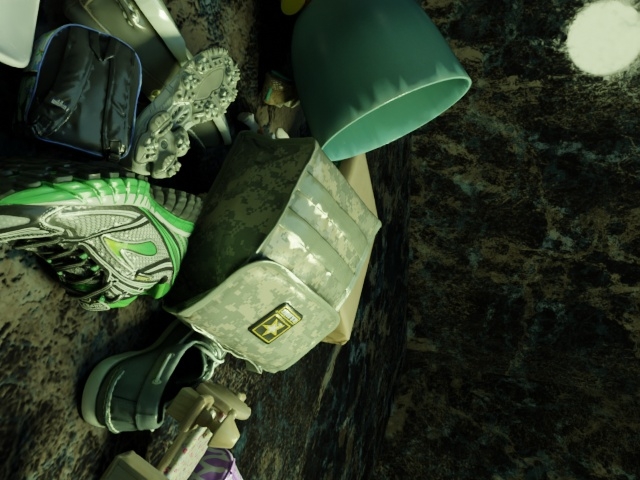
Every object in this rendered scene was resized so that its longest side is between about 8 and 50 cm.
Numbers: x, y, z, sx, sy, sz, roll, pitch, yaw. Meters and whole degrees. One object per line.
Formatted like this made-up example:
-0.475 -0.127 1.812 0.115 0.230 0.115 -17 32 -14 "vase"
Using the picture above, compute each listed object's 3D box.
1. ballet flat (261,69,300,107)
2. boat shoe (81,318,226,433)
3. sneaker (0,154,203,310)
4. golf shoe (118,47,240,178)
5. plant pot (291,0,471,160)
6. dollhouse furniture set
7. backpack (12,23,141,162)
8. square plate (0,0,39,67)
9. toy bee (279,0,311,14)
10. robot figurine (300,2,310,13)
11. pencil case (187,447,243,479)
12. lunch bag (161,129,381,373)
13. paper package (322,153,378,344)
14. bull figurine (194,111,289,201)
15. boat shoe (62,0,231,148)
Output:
-0.065 -0.291 1.188 0.067 0.073 0.206 -60 168 20 "ballet flat"
-0.188 0.181 0.851 0.319 0.099 0.116 -17 113 -72 "boat shoe"
-0.221 0.002 0.619 0.343 0.134 0.146 21 77 -73 "sneaker"
-0.158 -0.143 0.660 0.176 0.086 0.069 -57 133 -29 "golf shoe"
0.081 -0.312 1.088 0.235 0.293 0.293 65 16 5 "plant pot"
-0.165 0.355 0.768 0.303 0.173 0.355 -55 170 -9 "dollhouse furniture set"
-0.232 -0.140 0.585 0.105 0.084 0.114 14 87 -43 "backpack"
-0.299 -0.331 0.385 0.347 0.049 0.344 15 81 -73 "square plate"
-0.038 -0.474 1.016 0.298 0.162 0.195 -36 132 -68 "toy bee"
0.022 -0.478 1.234 0.219 0.128 0.158 101 -12 -50 "robot figurine"
-0.163 0.423 1.046 0.206 0.088 0.086 75 24 -48 "pencil case"
-0.064 0.030 0.859 0.235 0.168 0.287 46 65 -49 "lunch bag"
0.000 0.000 1.304 0.309 0.168 0.325 73 29 -53 "paper package"
-0.114 -0.056 1.012 0.188 0.101 0.310 70 31 -53 "bull figurine"
-0.189 -0.195 0.733 0.109 0.091 0.305 60 -2 24 "boat shoe"
